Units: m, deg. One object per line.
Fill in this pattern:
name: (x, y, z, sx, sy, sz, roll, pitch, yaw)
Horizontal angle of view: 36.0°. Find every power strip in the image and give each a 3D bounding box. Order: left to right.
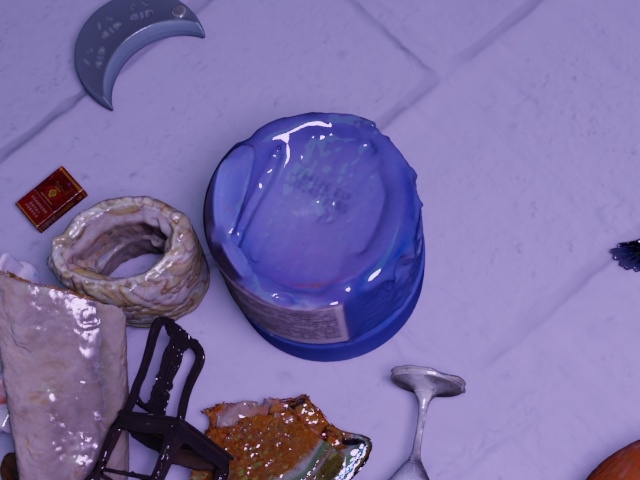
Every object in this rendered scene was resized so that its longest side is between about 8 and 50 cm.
power strip: (-0.260, -0.290, 1.401, 0.216, 0.044, 0.137, -43, 70, -10)

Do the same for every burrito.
burrito: (-0.285, 0.175, 1.121, 0.143, 0.105, 0.299, -5, 95, -19)

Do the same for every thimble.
thimble: (-0.238, 0.029, 1.220, 0.191, 0.143, 0.137, -5, 69, 5)

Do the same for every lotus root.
lotus root: (-0.359, 0.290, 1.192, 0.083, 0.030, 0.037, 38, 78, 19)

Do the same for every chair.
chair: (-0.160, 0.200, 1.108, 0.113, 0.106, 0.229, 0, 57, 34)

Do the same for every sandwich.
sandwich: (-0.056, 0.257, 1.147, 0.235, 0.079, 0.159, -7, 68, 4)

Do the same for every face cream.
face cream: (0.000, 0.000, 1.165, 0.249, 0.225, 0.248, -2, 70, 5)

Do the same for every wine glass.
wine glass: (0.108, 0.242, 1.125, 0.122, 0.122, 0.182, 8, 64, 9)

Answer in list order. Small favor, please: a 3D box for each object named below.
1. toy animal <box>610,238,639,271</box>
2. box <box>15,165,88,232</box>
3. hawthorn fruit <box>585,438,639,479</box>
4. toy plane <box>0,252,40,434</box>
toy animal: (0.472, 0.012, 1.205, 0.220, 0.062, 0.108, -14, 50, 2)
box: (-0.363, -0.056, 1.331, 0.082, 0.023, 0.051, -41, 71, -10)
hawthorn fruit: (0.348, 0.307, 1.038, 0.251, 0.199, 0.199, -19, 67, 13)
toy plane: (-0.420, 0.138, 1.214, 0.252, 0.118, 0.252, -3, 70, 8)
